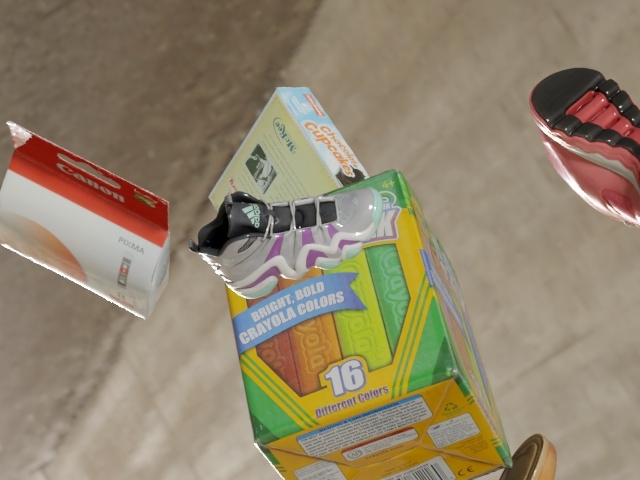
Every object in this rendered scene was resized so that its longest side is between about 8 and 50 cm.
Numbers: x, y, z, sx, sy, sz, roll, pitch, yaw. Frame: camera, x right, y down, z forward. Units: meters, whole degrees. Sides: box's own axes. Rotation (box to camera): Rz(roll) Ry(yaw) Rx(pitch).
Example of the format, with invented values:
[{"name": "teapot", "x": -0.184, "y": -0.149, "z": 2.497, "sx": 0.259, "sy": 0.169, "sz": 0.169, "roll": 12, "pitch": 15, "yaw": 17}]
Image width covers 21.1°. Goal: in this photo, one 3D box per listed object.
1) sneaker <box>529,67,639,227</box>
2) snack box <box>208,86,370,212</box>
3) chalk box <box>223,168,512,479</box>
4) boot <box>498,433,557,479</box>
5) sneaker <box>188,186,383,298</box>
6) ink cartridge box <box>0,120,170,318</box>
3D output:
[{"name": "sneaker", "x": 0.358, "y": -0.063, "z": 1.864, "sx": 0.116, "sy": 0.314, "sz": 0.136, "roll": -37, "pitch": 148, "yaw": -17}, {"name": "snack box", "x": 0.000, "y": 0.000, "z": 1.982, "sx": 0.060, "sy": 0.322, "sz": 0.187, "roll": -3, "pitch": 140, "yaw": -42}, {"name": "chalk box", "x": 0.030, "y": 0.070, "z": 1.502, "sx": 0.180, "sy": 0.289, "sz": 0.179, "roll": -22, "pitch": 141, "yaw": 9}, {"name": "boot", "x": 0.244, "y": 0.298, "z": 1.707, "sx": 0.152, "sy": 0.197, "sz": 0.073, "roll": 14, "pitch": -175, "yaw": -13}, {"name": "sneaker", "x": -0.022, "y": -0.009, "z": 0.872, "sx": 0.098, "sy": 0.038, "sz": 0.069, "roll": -30, "pitch": 138, "yaw": 20}, {"name": "ink cartridge box", "x": -0.190, "y": -0.012, "z": 1.366, "sx": 0.045, "sy": 0.145, "sz": 0.179, "roll": -61, "pitch": 174, "yaw": -20}]
